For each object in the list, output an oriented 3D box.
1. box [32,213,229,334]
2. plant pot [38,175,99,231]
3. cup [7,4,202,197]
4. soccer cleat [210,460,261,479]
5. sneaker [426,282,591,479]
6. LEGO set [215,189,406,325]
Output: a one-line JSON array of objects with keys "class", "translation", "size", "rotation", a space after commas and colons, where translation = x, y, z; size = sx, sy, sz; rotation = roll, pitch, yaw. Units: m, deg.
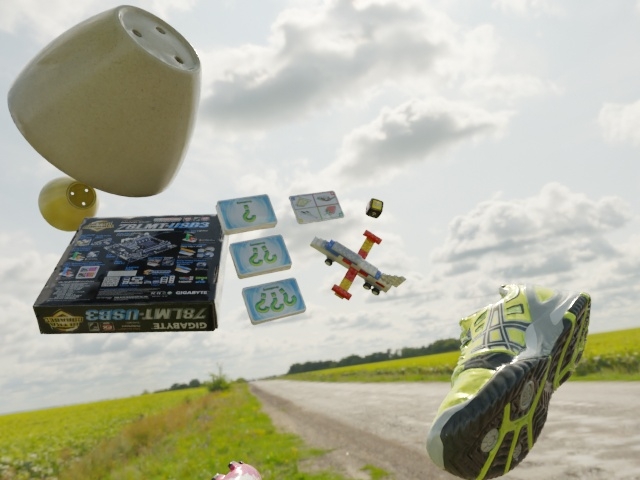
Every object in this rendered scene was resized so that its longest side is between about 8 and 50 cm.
[{"class": "box", "translation": [-0.327, 0.051, 1.020], "size": [0.295, 0.073, 0.293], "rotation": [-1, 31, -5]}, {"class": "plant pot", "translation": [-0.571, -0.094, 1.275], "size": [0.134, 0.134, 0.095], "rotation": [3, -12, -40]}, {"class": "cup", "translation": [-0.352, -0.278, 1.006], "size": [0.237, 0.331, 0.331], "rotation": [-43, -30, 28]}, {"class": "soccer cleat", "translation": [-0.132, 0.416, 0.790], "size": [0.116, 0.143, 0.331], "rotation": [-50, -16, -5]}, {"class": "sneaker", "translation": [0.249, 0.183, 0.773], "size": [0.147, 0.145, 0.384], "rotation": [14, 30, 40]}, {"class": "LEGO set", "translation": [0.000, 0.000, 0.748], "size": [0.244, 0.182, 0.060], "rotation": [-10, -25, -25]}]
